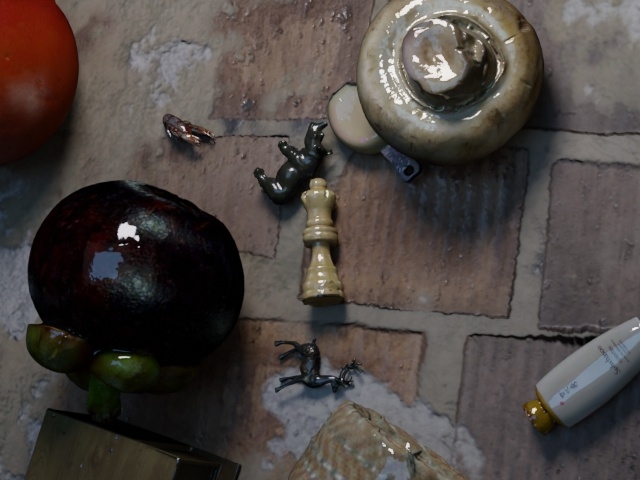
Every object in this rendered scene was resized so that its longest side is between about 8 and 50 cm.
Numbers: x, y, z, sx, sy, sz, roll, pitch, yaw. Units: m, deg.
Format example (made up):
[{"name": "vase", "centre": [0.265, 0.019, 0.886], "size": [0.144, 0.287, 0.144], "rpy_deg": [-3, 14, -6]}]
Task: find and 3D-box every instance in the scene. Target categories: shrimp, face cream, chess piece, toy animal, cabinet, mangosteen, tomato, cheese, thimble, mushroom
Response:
[{"name": "shrimp", "centre": [-0.196, -0.156, 2.022], "size": [0.092, 0.038, 0.029], "rpy_deg": [19, 130, 26]}, {"name": "face cream", "centre": [0.328, 0.166, 1.710], "size": [0.182, 0.051, 0.072], "rpy_deg": [-40, 70, 13]}, {"name": "chess piece", "centre": [-0.001, 0.000, 1.893], "size": [0.060, 0.060, 0.172], "rpy_deg": [-9, 73, 22]}, {"name": "toy animal", "centre": [-0.031, -0.109, 1.928], "size": [0.135, 0.047, 0.065], "rpy_deg": [-49, 58, 11]}, {"name": "cabinet", "centre": [-0.253, 0.330, 1.867], "size": [0.215, 0.175, 0.148], "rpy_deg": [15, 85, 25]}, {"name": "mangosteen", "centre": [-0.250, 0.068, 1.864], "size": [0.300, 0.300, 0.300], "rpy_deg": [-5, 77, 23]}, {"name": "tomato", "centre": [-0.508, -0.253, 2.036], "size": [0.321, 0.321, 0.321], "rpy_deg": [-5, 77, 23]}, {"name": "cheese", "centre": [0.082, -0.151, 1.890], "size": [0.171, 0.047, 0.092], "rpy_deg": [33, 96, 26]}, {"name": "thimble", "centre": [0.083, 0.306, 1.716], "size": [0.148, 0.196, 0.229], "rpy_deg": [-55, 34, 1]}, {"name": "mushroom", "centre": [0.161, -0.221, 1.792], "size": [0.255, 0.184, 0.254], "rpy_deg": [-4, 79, 21]}]

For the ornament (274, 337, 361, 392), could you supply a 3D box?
[{"name": "ornament", "centre": [-0.003, 0.166, 1.872], "size": [0.125, 0.028, 0.073], "rpy_deg": [-4, 78, 25]}]
